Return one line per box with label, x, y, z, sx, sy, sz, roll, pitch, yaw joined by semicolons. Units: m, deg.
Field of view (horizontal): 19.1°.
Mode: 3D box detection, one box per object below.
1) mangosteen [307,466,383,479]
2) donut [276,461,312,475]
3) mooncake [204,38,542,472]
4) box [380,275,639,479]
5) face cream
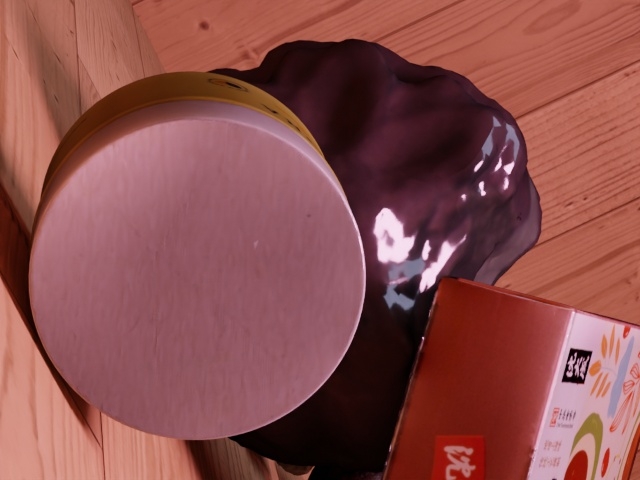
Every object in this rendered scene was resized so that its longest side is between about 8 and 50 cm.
mangosteen;0.091;0.321;2.185;0.216;0.216;0.216;-25;90;-88
donut;-0.034;0.162;2.095;0.187;0.144;0.126;38;-31;23
mooncake;0.000;0.000;1.696;0.212;0.351;0.381;67;37;-64
box;0.171;0.222;1.677;0.385;0.122;0.344;15;90;-68
face cream;-0.087;0.004;1.297;0.179;0.218;0.218;-112;176;-74
